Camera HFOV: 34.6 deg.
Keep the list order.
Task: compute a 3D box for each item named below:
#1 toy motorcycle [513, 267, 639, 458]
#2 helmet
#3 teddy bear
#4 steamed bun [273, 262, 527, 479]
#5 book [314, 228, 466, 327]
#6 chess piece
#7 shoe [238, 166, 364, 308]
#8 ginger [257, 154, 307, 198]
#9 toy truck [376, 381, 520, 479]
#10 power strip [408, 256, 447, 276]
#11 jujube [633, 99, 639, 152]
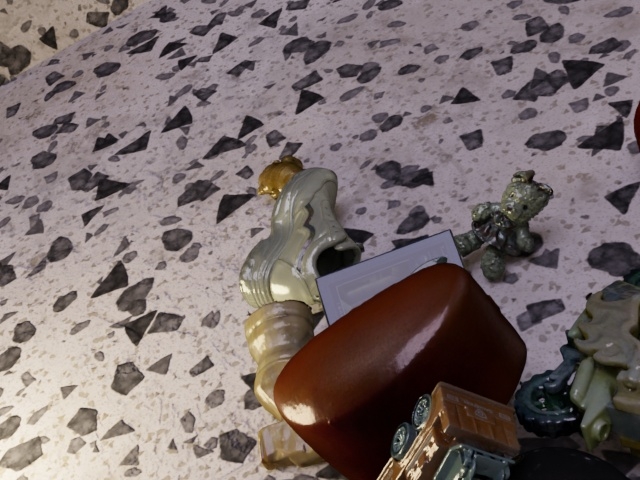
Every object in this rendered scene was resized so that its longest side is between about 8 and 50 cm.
[{"bbox_3d":[0.478,0.170,1.532,0.410,0.169,0.237,-38,30,-28],"label":"toy motorcycle"},{"bbox_3d":[0.333,0.380,1.390,0.278,0.160,0.230,1,44,31],"label":"helmet"},{"bbox_3d":[0.345,-0.032,1.877,0.133,0.111,0.213,42,106,17],"label":"teddy bear"},{"bbox_3d":[0.118,0.221,1.564,0.379,0.235,0.248,-33,26,22],"label":"steamed bun"},{"bbox_3d":[0.139,0.108,1.844,0.269,0.025,0.191,-20,66,8],"label":"book"},{"bbox_3d":[-0.054,0.258,1.790,0.137,0.137,0.301,-19,50,9],"label":"chess piece"},{"bbox_3d":[0.000,0.000,2.031,0.210,0.132,0.342,7,53,29],"label":"shoe"},{"bbox_3d":[-0.074,-0.130,2.246,0.115,0.081,0.205,-3,24,-21],"label":"ginger"},{"bbox_3d":[0.145,0.377,1.402,0.184,0.133,0.338,-95,30,-62],"label":"toy truck"},{"bbox_3d":[0.209,0.140,1.772,0.137,0.044,0.216,-29,62,3],"label":"power strip"},{"bbox_3d":[0.657,-0.185,1.835,0.190,0.190,0.255,-7,50,23],"label":"jujube"}]
